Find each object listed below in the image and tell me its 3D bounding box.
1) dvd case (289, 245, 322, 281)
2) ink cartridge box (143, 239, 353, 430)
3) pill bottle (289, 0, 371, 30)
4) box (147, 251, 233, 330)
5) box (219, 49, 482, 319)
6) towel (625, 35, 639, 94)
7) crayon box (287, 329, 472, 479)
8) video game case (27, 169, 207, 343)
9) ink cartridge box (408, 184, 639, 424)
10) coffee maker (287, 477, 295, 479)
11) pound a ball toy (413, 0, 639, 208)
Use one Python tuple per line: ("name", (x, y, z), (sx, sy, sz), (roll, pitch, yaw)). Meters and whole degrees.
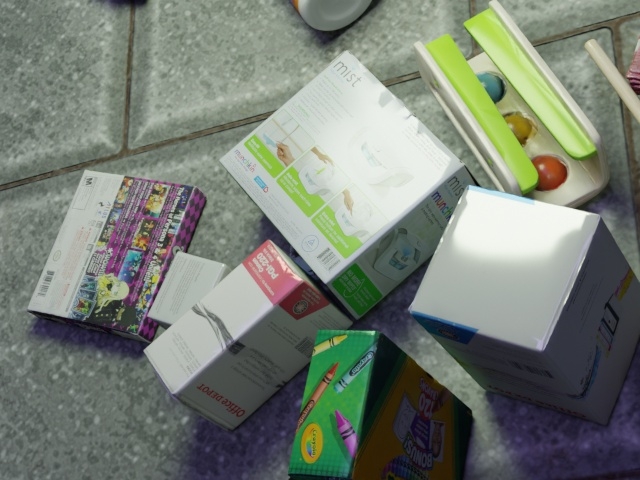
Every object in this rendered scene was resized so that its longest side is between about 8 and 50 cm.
("dvd case", (0.000, 0.000, 1.926), (0.087, 0.013, 0.119), (-7, 63, 25))
("ink cartridge box", (-0.091, 0.124, 1.822), (0.218, 0.158, 0.092), (-43, 55, 2))
("pill bottle", (-0.019, -0.411, 2.079), (0.121, 0.121, 0.216), (-38, 53, 6))
("box", (-0.154, 0.086, 1.911), (0.087, 0.102, 0.101), (14, 72, 35))
("box", (0.040, -0.077, 1.860), (0.231, 0.127, 0.262), (-41, 56, -1))
("towel", (0.524, -0.312, 1.763), (0.237, 0.037, 0.329), (5, 60, 29))
("crayon box", (0.074, 0.224, 1.608), (0.081, 0.278, 0.165), (0, 66, 29))
("video game case", (-0.292, 0.018, 2.056), (0.210, 0.042, 0.232), (9, 70, 31))
("ink cartridge box", (0.244, 0.076, 1.621), (0.171, 0.232, 0.168), (15, 72, 33))
("coffee maker", (-0.043, 0.349, 1.674), (0.178, 0.171, 0.120), (-49, 53, -1))
("pound a ball toy", (0.283, -0.156, 1.788), (0.208, 0.135, 0.319), (-29, 56, -2))
